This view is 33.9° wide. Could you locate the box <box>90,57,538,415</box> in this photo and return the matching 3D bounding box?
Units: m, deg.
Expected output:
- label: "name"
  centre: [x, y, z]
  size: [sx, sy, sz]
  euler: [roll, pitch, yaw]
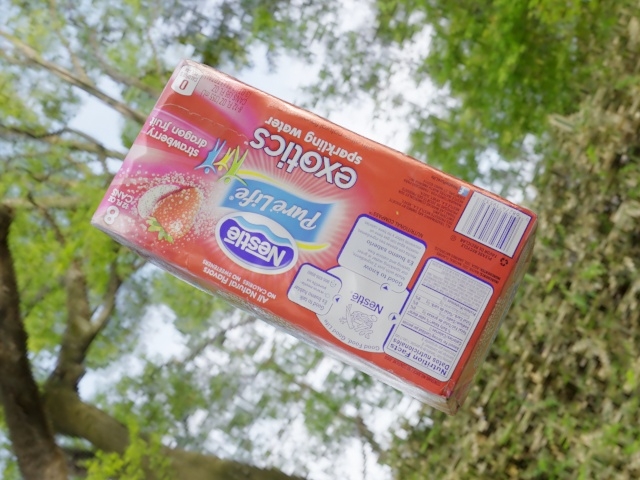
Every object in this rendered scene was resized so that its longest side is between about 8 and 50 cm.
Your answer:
- label: "box"
  centre: [0.000, 0.000, 0.693]
  size: [0.128, 0.257, 0.122]
  euler: [-63, -15, -9]
